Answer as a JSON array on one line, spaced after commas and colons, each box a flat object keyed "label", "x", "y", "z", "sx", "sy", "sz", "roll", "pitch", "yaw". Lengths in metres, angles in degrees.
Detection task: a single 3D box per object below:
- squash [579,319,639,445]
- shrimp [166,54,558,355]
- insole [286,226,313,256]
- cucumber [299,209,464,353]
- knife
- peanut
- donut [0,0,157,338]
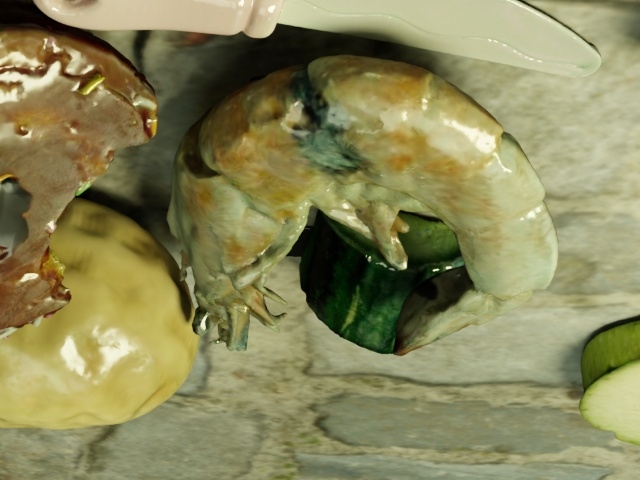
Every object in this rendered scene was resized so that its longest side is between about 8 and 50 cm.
[{"label": "squash", "x": 0.316, "y": 0.111, "z": 1.410, "sx": 0.219, "sy": 0.041, "sz": 0.219, "roll": 1, "pitch": 152, "yaw": 1}, {"label": "shrimp", "x": 0.014, "y": 0.001, "z": 1.146, "sx": 0.247, "sy": 0.085, "sz": 0.360, "roll": 25, "pitch": 146, "yaw": -10}, {"label": "insole", "x": 0.000, "y": 0.000, "z": 1.300, "sx": 0.153, "sy": 0.002, "sz": 0.053, "roll": 1, "pitch": 153, "yaw": 12}, {"label": "cucumber", "x": 0.045, "y": 0.028, "z": 1.271, "sx": 0.116, "sy": 0.062, "sz": 0.115, "roll": 11, "pitch": 142, "yaw": -7}, {"label": "knife", "x": 0.004, "y": -0.139, "z": 1.007, "sx": 0.336, "sy": 0.043, "sz": 0.081, "roll": 5, "pitch": 148, "yaw": -10}, {"label": "peanut", "x": -0.277, "y": 0.039, "z": 1.269, "sx": 0.387, "sy": 0.169, "sz": 0.192, "roll": 11, "pitch": 154, "yaw": 1}, {"label": "donut", "x": -0.218, "y": -0.044, "z": 1.060, "sx": 0.216, "sy": 0.096, "sz": 0.230, "roll": -3, "pitch": 129, "yaw": -34}]
